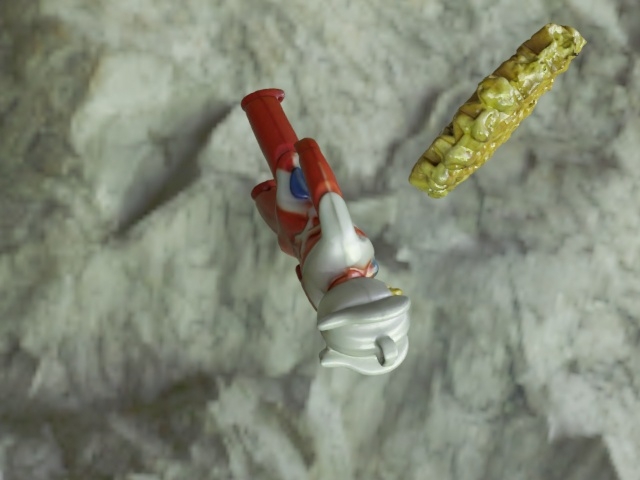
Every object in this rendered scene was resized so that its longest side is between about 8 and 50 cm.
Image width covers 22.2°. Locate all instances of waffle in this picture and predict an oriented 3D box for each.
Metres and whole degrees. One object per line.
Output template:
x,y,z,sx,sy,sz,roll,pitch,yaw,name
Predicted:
0.195,-0.146,1.758,0.056,0.249,0.253,44,-102,6,waffle

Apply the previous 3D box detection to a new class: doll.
0.000,0.000,1.692,0.099,0.188,0.384,-14,-138,-11,doll
